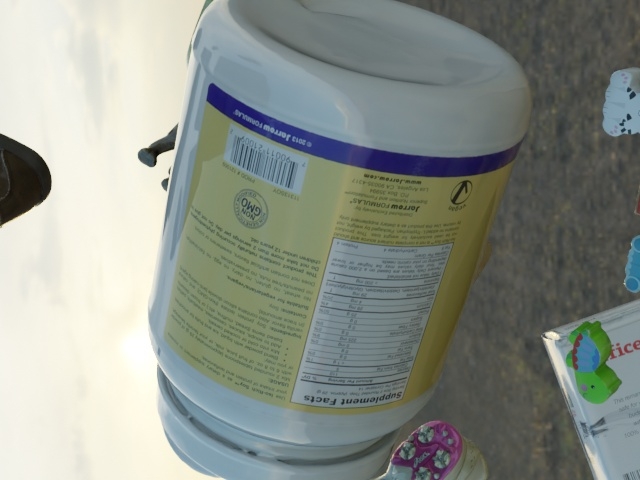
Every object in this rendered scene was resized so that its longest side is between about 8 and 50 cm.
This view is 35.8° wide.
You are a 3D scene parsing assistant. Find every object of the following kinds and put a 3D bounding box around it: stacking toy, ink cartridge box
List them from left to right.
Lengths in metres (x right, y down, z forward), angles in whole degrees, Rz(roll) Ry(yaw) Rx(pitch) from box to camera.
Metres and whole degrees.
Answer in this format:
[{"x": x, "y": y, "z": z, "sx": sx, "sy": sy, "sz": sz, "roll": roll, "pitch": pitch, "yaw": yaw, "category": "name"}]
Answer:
[{"x": 0.334, "y": 0.169, "z": 0.985, "sx": 0.092, "sy": 0.158, "sz": 0.218, "roll": 59, "pitch": -169, "yaw": -89, "category": "ink cartridge box"}, {"x": 0.226, "y": -0.017, "z": 0.624, "sx": 0.052, "sy": 0.167, "sz": 0.221, "roll": 21, "pitch": 119, "yaw": 36, "category": "stacking toy"}]

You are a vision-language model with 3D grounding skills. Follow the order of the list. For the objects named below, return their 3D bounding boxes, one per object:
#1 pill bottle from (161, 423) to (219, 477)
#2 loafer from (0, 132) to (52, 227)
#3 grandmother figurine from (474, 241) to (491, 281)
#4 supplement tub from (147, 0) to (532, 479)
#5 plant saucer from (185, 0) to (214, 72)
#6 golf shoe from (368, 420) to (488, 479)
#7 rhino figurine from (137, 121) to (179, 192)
[{"x": -0.086, "y": 0.215, "z": 1.415, "sx": 0.301, "sy": 0.169, "sz": 0.169, "roll": -15, "pitch": -76, "yaw": -69, "category": "pill bottle"}, {"x": -0.559, "y": -0.122, "z": 1.361, "sx": 0.130, "sy": 0.366, "sz": 0.134, "roll": -70, "pitch": 0, "yaw": -49, "category": "loafer"}, {"x": 0.087, "y": -0.061, "z": 1.463, "sx": 0.104, "sy": 0.342, "sz": 0.208, "roll": -32, "pitch": -45, "yaw": -41, "category": "grandmother figurine"}, {"x": 0.000, "y": 0.000, "z": 0.747, "sx": 0.241, "sy": 0.241, "sz": 0.331, "roll": -98, "pitch": 20, "yaw": -60, "category": "supplement tub"}, {"x": -0.124, "y": -0.309, "z": 1.298, "sx": 0.241, "sy": 0.037, "sz": 0.241, "roll": -157, "pitch": 90, "yaw": -85, "category": "plant saucer"}, {"x": 0.121, "y": 0.395, "z": 1.475, "sx": 0.140, "sy": 0.306, "sz": 0.115, "roll": 31, "pitch": -153, "yaw": -41, "category": "golf shoe"}, {"x": -0.079, "y": -0.083, "z": 1.121, "sx": 0.106, "sy": 0.243, "sz": 0.073, "roll": -52, "pitch": -30, "yaw": -38, "category": "rhino figurine"}]
